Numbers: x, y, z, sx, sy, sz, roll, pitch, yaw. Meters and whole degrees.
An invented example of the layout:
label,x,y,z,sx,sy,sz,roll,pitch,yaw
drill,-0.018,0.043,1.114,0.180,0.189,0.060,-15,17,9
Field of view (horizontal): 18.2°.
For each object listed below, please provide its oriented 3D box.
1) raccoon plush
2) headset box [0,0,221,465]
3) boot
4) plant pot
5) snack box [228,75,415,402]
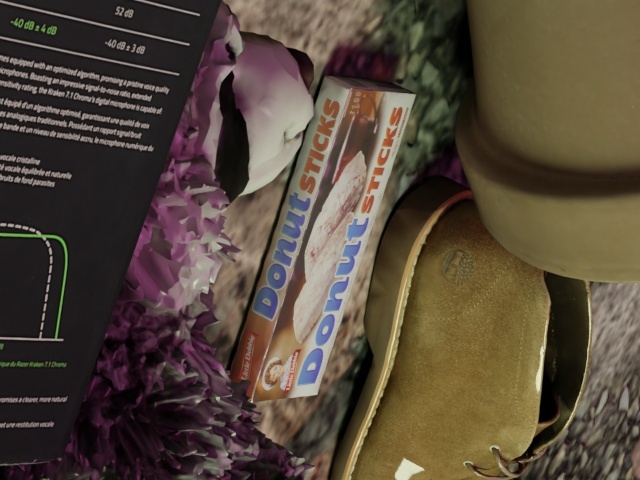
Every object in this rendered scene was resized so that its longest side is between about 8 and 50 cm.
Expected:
label,x,y,z,sx,sy,sz,roll,pitch,yaw
raccoon plush,-0.173,0.068,0.726,0.446,0.216,0.299,-41,133,-31
headset box,-0.153,-0.112,0.570,0.131,0.246,0.283,6,106,-55
boot,0.084,0.121,1.190,0.112,0.115,0.305,-28,135,-45
plant pot,0.173,-0.144,1.042,0.263,0.263,0.229,-41,122,-31
snack box,0.000,0.000,1.070,0.064,0.022,0.178,-1,112,-56
